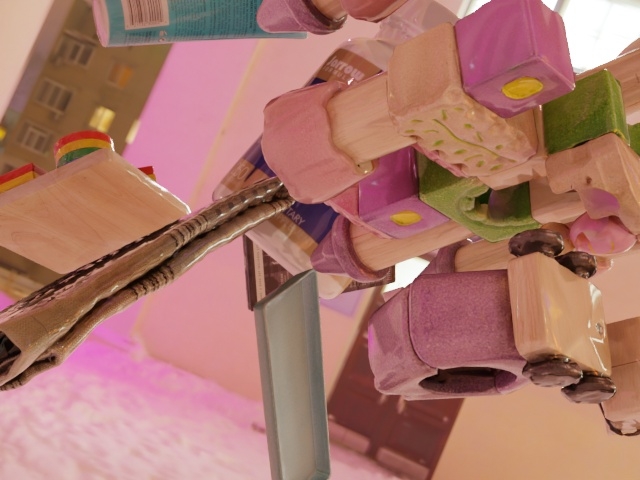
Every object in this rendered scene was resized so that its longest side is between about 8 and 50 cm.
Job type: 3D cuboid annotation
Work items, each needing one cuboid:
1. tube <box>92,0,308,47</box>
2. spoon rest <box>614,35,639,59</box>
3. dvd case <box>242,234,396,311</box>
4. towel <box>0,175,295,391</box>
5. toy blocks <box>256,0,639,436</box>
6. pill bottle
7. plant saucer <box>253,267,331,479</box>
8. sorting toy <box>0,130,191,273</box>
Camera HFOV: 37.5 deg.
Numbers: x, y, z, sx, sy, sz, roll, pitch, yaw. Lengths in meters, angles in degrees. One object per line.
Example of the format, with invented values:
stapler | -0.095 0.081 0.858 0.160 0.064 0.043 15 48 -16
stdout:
tube | -0.100 -0.214 0.863 0.207 0.080 0.052 -11 42 -24
spoon rest | 0.343 -0.158 0.785 0.137 0.276 0.084 17 -51 42
dvd case | 0.000 0.000 1.294 0.221 0.164 0.018 -11 20 -21
towel | -0.201 0.064 0.708 0.312 0.056 0.324 -23 7 34
toy blocks | 0.077 -0.012 0.579 0.260 0.309 0.288 -20 -32 36
pill bottle | 0.037 -0.089 0.871 0.153 0.265 0.153 40 -4 3
plant saucer | -0.021 0.117 0.708 0.018 0.192 0.067 13 29 30
sorting toy | -0.375 -0.065 1.472 0.255 0.089 0.257 -22 -25 13
